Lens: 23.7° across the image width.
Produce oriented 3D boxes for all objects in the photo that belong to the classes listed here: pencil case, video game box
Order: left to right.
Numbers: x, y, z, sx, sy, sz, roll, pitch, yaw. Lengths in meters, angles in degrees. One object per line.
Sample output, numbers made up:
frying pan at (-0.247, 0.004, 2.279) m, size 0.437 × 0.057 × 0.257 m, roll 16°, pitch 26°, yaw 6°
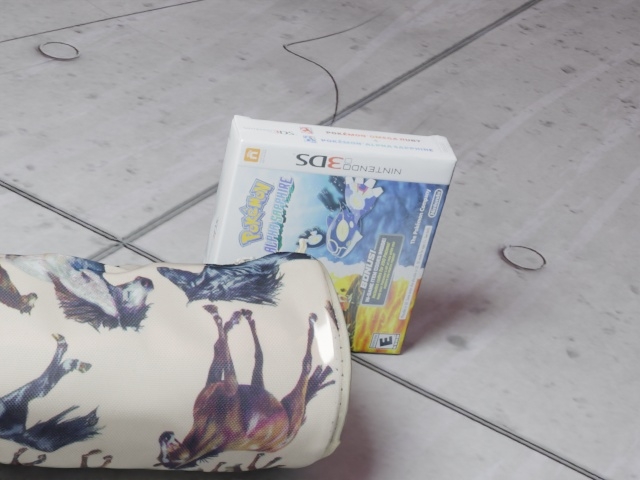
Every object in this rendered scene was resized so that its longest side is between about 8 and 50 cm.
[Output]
pencil case at (-0.191, 0.076, 1.116) m, size 0.410 × 0.160 × 0.183 m, roll 4°, pitch 39°, yaw -17°
video game box at (0.000, 0.000, 1.289) m, size 0.187 × 0.205 × 0.048 m, roll 5°, pitch 32°, yaw -14°
